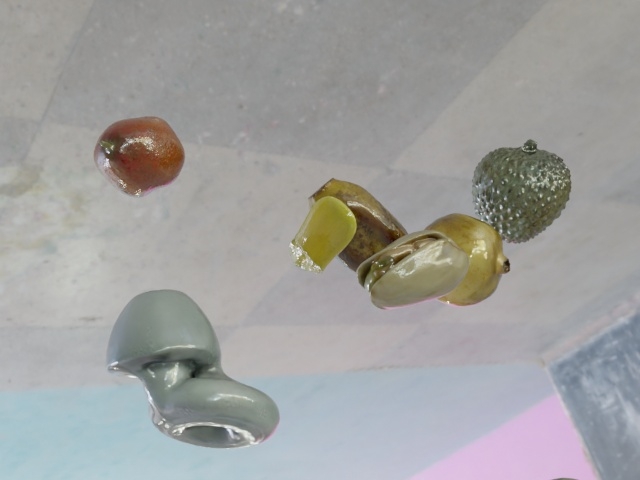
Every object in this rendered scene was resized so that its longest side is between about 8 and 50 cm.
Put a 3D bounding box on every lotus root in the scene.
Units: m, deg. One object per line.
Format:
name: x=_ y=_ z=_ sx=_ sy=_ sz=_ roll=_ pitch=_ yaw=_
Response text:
lotus root: x=0.084 y=-0.029 z=1.938 sx=0.193 sy=0.193 sz=0.291 roll=-35 pitch=114 yaw=28

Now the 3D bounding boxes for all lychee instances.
lychee: x=0.524 y=-0.129 z=2.088 sx=0.255 sy=0.275 sz=0.255 roll=4 pitch=-172 yaw=-1

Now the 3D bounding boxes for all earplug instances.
earplug: x=-0.206 y=0.224 z=1.295 sx=0.214 sy=0.326 sz=0.175 roll=-28 pitch=-163 yaw=40

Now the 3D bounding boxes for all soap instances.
soap: x=0.000 y=0.000 z=1.345 sx=0.033 sy=0.089 sz=0.168 roll=-20 pitch=150 yaw=-51

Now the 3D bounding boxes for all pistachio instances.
pistachio: x=0.179 y=0.057 z=1.500 sx=0.215 sy=0.144 sz=0.144 roll=-19 pitch=152 yaw=-11

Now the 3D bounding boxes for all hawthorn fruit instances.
hawthorn fruit: x=-0.433 y=-0.201 z=1.838 sx=0.199 sy=0.200 sz=0.251 roll=-26 pitch=170 yaw=13

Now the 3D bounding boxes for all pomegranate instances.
pomegranate: x=0.321 y=0.047 z=1.854 sx=0.233 sy=0.233 sz=0.233 roll=-15 pitch=152 yaw=-8

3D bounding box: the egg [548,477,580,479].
egg: x=0.503 y=0.600 z=1.688 sx=0.228 sy=0.177 sz=0.177 roll=-19 pitch=152 yaw=12
